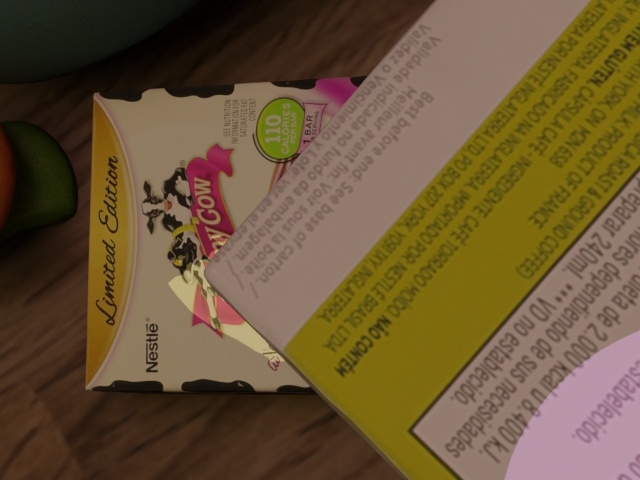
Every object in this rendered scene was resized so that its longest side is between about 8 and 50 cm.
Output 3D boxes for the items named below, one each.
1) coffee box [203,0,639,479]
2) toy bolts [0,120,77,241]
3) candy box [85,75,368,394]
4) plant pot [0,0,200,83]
[{"bbox_3d":[0.239,0.036,0.453,0.338,0.337,0.334,-49,58,0],"label":"coffee box"},{"bbox_3d":[-0.289,-0.040,0.747,0.228,0.158,0.218,-36,75,8],"label":"toy bolts"},{"bbox_3d":[0.000,0.000,0.708,0.233,0.071,0.159,-2,82,16],"label":"candy box"},{"bbox_3d":[-0.154,-0.195,0.697,0.290,0.290,0.195,40,130,17],"label":"plant pot"}]
